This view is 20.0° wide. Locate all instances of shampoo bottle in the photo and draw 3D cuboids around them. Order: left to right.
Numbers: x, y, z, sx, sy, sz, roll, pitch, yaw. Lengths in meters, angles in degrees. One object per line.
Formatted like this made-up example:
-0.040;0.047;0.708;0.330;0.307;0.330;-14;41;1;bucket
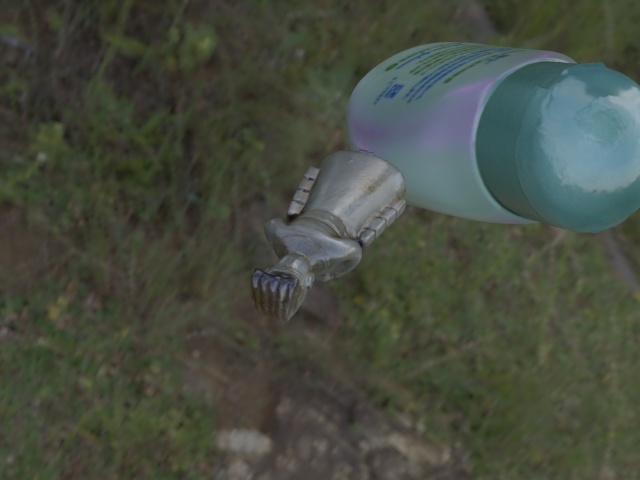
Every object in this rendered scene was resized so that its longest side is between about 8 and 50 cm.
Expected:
0.175;-0.096;1.656;0.222;0.349;0.151;-19;106;-23;shampoo bottle

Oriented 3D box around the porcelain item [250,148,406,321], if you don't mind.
0.000;0.000;1.380;0.084;0.054;0.213;14;32;15;porcelain item
